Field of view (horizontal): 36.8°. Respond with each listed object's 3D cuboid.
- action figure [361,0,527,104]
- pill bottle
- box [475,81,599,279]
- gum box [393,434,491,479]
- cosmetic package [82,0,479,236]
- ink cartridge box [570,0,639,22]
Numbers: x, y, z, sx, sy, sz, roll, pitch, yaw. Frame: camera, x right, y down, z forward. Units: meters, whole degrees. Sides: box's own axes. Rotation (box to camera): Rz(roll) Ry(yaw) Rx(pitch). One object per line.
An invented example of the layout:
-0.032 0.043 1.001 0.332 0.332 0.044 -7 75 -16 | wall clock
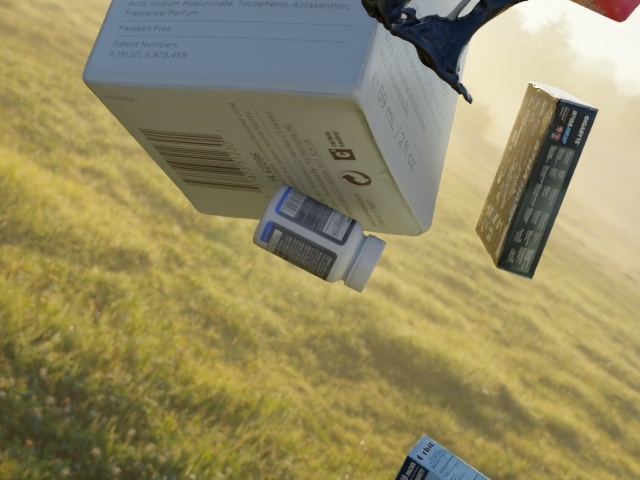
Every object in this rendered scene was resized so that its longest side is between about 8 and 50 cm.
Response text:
0.155 -0.239 0.678 0.141 0.275 0.164 30 17 -50 | action figure
0.000 0.000 1.085 0.137 0.078 0.078 28 13 2 | pill bottle
0.265 -0.082 1.213 0.051 0.220 0.175 17 15 -5 | box
0.147 0.309 0.976 0.184 0.156 0.041 34 38 17 | gum box
-0.017 -0.260 1.160 0.328 0.393 0.329 6 -22 22 | cosmetic package
0.238 -0.351 0.971 0.172 0.100 0.237 42 2 42 | ink cartridge box
